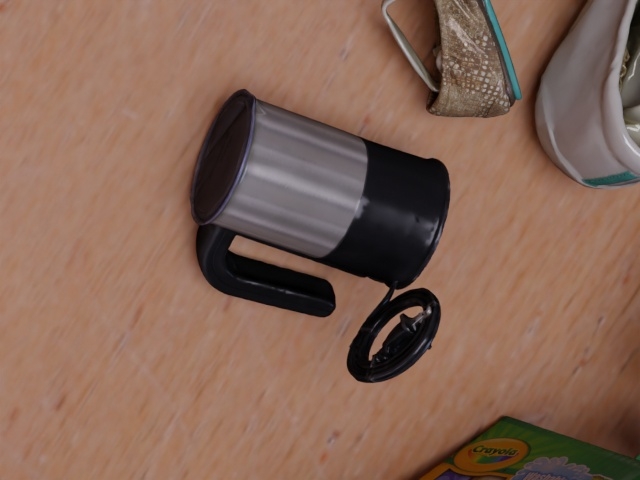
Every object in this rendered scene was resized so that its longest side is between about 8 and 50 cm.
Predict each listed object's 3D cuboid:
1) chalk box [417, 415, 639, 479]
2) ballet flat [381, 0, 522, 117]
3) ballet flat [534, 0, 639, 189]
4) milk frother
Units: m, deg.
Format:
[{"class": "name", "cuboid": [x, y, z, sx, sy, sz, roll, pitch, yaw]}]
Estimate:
[{"class": "chalk box", "cuboid": [0.132, 0.233, 1.193, 0.289, 0.179, 0.180, -33, 109, -19]}, {"class": "ballet flat", "cuboid": [0.063, -0.162, 1.158, 0.067, 0.073, 0.206, -16, 110, 5]}, {"class": "ballet flat", "cuboid": [0.257, -0.209, 1.181, 0.139, 0.139, 0.400, 23, 93, -19]}, {"class": "milk frother", "cuboid": [0.000, 0.000, 1.138, 0.134, 0.143, 0.129, 18, 102, -21]}]
